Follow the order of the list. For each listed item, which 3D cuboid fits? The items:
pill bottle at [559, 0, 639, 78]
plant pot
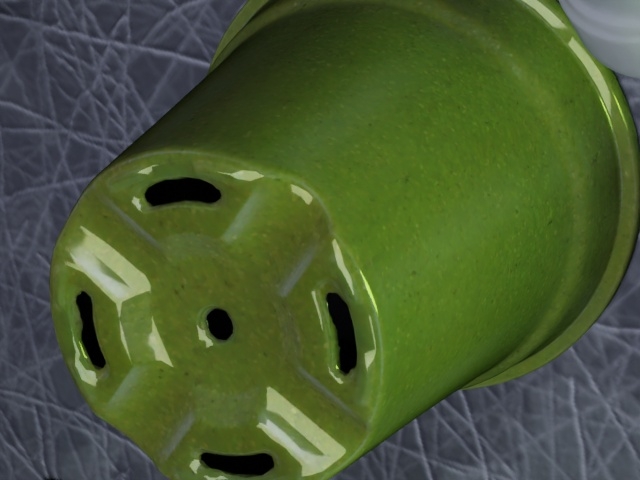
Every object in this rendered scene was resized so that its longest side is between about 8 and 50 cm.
[{"bbox_3d":[0.126,-0.208,0.766,0.162,0.162,0.278,-8,140,29],"label":"pill bottle"},{"bbox_3d":[0.000,0.000,0.917,0.276,0.254,0.276,10,113,24],"label":"plant pot"}]
